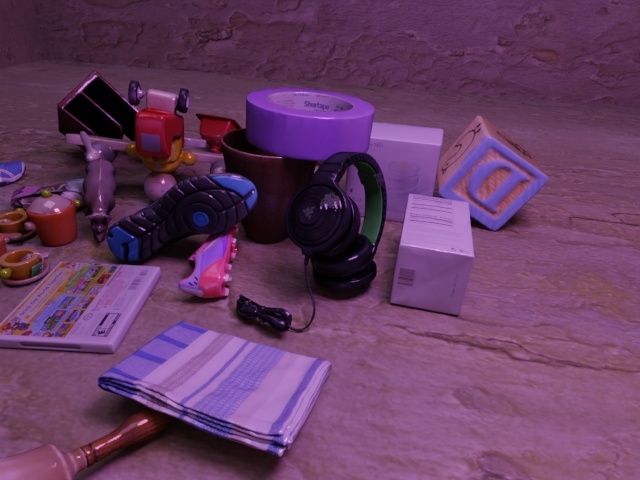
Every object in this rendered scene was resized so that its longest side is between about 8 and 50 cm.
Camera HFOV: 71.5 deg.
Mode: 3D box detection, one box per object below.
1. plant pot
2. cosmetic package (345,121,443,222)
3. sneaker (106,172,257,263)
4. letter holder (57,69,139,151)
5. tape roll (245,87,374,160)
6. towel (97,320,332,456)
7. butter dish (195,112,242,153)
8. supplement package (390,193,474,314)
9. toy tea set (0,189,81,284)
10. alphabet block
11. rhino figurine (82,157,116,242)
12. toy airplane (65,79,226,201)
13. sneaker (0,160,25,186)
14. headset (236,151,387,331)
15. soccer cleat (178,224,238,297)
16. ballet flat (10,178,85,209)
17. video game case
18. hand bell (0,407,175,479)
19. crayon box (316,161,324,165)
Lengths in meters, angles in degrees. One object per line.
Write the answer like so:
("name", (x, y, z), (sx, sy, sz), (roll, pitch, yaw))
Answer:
("plant pot", (-0.119, -0.119, 1.028), (0.216, 0.230, 0.215), (5, 29, -3))
("cosmetic package", (0.188, -0.178, 1.164), (0.224, 0.224, 0.138), (9, 31, 12))
("sneaker", (-0.289, -0.066, 0.953), (0.341, 0.124, 0.139), (-18, 17, 12))
("letter holder", (-0.684, -0.358, 1.409), (0.152, 0.214, 0.302), (-55, 23, -19))
("tape roll", (-0.024, -0.261, 0.975), (0.275, 0.090, 0.274), (5, 28, -3))
("towel", (-0.140, 0.194, 0.649), (0.285, 0.034, 0.209), (12, 18, 16))
("butter dish", (-0.352, -0.358, 1.553), (0.160, 0.118, 0.160), (13, -12, 16))
("supplement package", (0.229, 0.018, 0.917), (0.134, 0.138, 0.244), (10, 30, 10))
("toy tea set", (-0.644, -0.009, 0.911), (0.200, 0.124, 0.336), (0, 30, -5))
("alphabet block", (0.435, -0.178, 1.163), (0.194, 0.192, 0.197), (34, 30, -9))
("rhino figurine", (-0.520, -0.094, 1.046), (0.073, 0.106, 0.243), (4, 51, -29))
("toy airplane", (-0.433, -0.237, 1.231), (0.387, 0.272, 0.385), (2, -6, 33))
("sneaker", (-0.939, -0.192, 1.247), (0.080, 0.081, 0.211), (16, 31, 25))
("headset", (0.000, 0.000, 0.863), (0.185, 0.243, 0.394), (9, 54, 33))
("soccer cleat", (-0.225, 0.027, 0.924), (0.095, 0.082, 0.248), (6, 34, -9))
("ballet flat", (-0.676, -0.106, 1.140), (0.222, 0.076, 0.079), (-5, 49, -4))
("video game case", (-0.433, 0.114, 0.816), (0.207, 0.026, 0.226), (3, 31, 1))
("hand bell", (-0.273, 0.253, 0.536), (0.126, 0.126, 0.242), (24, 25, 32))
("crayon box", (0.022, -0.347, 1.582), (0.166, 0.081, 0.278), (9, 31, 10))
